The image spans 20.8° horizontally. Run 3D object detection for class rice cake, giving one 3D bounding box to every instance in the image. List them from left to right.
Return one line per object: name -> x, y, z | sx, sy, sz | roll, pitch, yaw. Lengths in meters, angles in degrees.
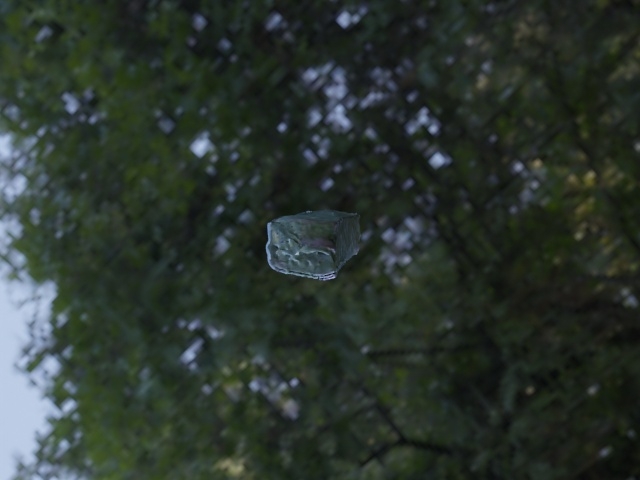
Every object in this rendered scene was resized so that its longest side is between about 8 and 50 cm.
rice cake -> 0.000, 0.000, 1.072 | 0.043, 0.034, 0.211 | 4, -177, 6
